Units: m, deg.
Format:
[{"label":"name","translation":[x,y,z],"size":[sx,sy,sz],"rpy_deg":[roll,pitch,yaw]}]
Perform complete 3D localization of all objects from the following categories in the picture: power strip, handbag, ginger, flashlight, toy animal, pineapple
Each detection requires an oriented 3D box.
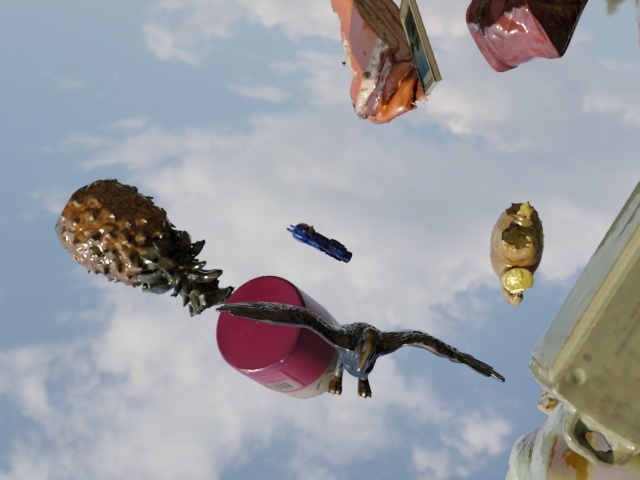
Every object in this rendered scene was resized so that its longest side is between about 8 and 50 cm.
[{"label":"power strip","translation":[0.198,-0.013,0.380],"size":[0.078,0.272,0.052],"rpy_deg":[31,-176,-1]},{"label":"handbag","translation":[0.337,-0.385,1.247],"size":[0.135,0.146,0.225],"rpy_deg":[-7,-133,48]},{"label":"ginger","translation":[0.377,0.011,1.478],"size":[0.102,0.216,0.157],"rpy_deg":[10,-140,15]},{"label":"flashlight","translation":[0.000,0.000,1.311],"size":[0.121,0.057,0.035],"rpy_deg":[27,-103,-7]},{"label":"toy animal","translation":[0.030,0.081,0.588],"size":[0.220,0.108,0.062],"rpy_deg":[12,-113,2]},{"label":"pineapple","translation":[-0.178,0.016,0.803],"size":[0.197,0.108,0.108],"rpy_deg":[32,-141,16]}]

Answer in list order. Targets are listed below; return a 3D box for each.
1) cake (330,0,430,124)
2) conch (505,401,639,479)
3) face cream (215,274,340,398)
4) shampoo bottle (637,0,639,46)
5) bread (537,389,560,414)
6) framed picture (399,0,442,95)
[{"label":"cake","translation":[0.073,-0.277,1.087],"size":[0.098,0.135,0.287],"rpy_deg":[-2,-126,-17]},{"label":"conch","translation":[0.274,0.205,0.532],"size":[0.249,0.197,0.368],"rpy_deg":[39,-176,-30]},{"label":"face cream","translation":[-0.062,0.174,1.345],"size":[0.175,0.195,0.175],"rpy_deg":[-12,-120,22]},{"label":"shampoo bottle","translation":[0.563,-0.377,1.278],"size":[0.072,0.214,0.072],"rpy_deg":[-10,-126,14]},{"label":"bread","translation":[0.355,0.219,1.095],"size":[0.070,0.083,0.077],"rpy_deg":[22,176,10]},{"label":"framed picture","translation":[0.113,-0.227,0.886],"size":[0.011,0.109,0.149],"rpy_deg":[-17,-177,5]}]
